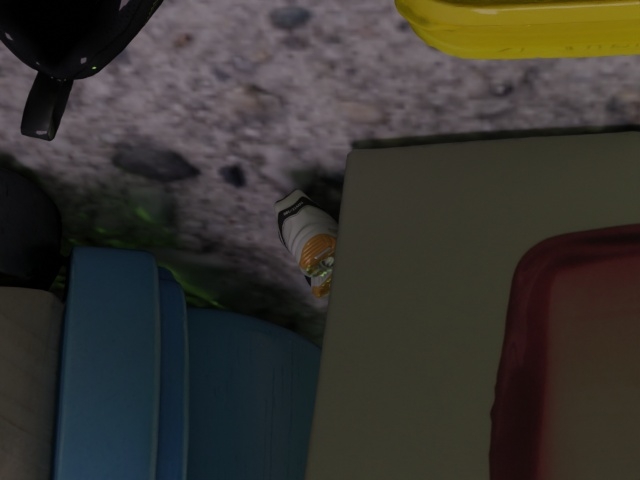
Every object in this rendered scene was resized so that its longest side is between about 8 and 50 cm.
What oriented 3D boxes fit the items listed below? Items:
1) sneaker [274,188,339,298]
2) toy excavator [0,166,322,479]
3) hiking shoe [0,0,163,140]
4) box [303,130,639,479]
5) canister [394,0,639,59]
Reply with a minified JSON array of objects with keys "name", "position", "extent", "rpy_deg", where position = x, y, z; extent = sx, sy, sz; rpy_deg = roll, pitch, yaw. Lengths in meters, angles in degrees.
[{"name":"sneaker","position":[0.000,0.000,0.576],"extent":[0.032,0.037,0.083],"rpy_deg":[-33,162,-3]},{"name":"toy excavator","position":[-0.037,0.174,0.699],"extent":[0.445,0.222,0.433],"rpy_deg":[6,148,-11]},{"name":"hiking shoe","position":[-0.058,-0.126,0.330],"extent":[0.086,0.114,0.227],"rpy_deg":[8,145,1]},{"name":"box","position":[0.074,0.092,0.508],"extent":[0.127,0.232,0.148],"rpy_deg":[-3,144,16]},{"name":"canister","position":[0.071,-0.132,0.330],"extent":[0.126,0.073,0.170],"rpy_deg":[-1,143,13]}]
